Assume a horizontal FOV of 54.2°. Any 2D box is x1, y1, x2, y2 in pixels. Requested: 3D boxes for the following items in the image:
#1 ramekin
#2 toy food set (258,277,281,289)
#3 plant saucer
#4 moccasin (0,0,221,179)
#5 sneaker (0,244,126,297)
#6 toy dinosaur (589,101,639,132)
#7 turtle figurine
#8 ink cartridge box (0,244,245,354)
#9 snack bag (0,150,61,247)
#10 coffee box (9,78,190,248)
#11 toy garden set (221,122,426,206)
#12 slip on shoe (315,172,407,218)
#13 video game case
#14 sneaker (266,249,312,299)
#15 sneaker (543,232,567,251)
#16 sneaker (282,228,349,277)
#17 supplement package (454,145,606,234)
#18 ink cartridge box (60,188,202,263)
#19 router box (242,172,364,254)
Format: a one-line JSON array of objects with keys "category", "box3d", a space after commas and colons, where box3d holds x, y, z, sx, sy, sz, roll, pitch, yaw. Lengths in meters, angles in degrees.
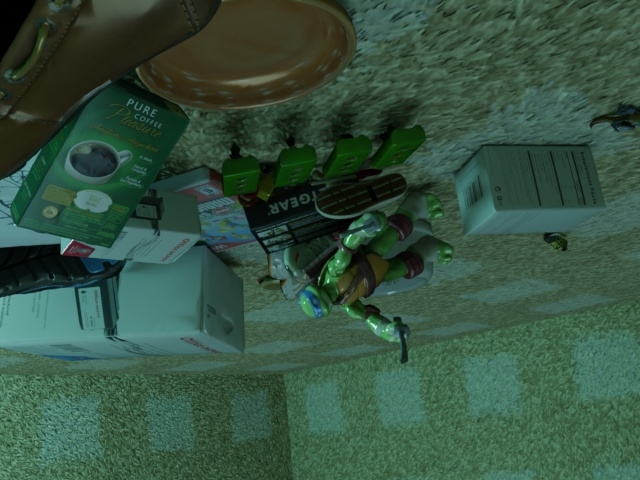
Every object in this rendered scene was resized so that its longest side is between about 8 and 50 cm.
[{"category": "ramekin", "box3d": [0.125, 0.040, 1.232, 0.207, 0.109, 0.207, -6, 163, -2]}, {"category": "toy food set", "box3d": [-0.104, 0.099, 1.484, 0.082, 0.020, 0.083, -8, 163, 7]}, {"category": "plant saucer", "box3d": [-0.067, -0.178, 0.569, 0.200, 0.037, 0.200, -10, 168, -2]}, {"category": "moccasin", "box3d": [-0.250, -0.141, 0.474, 0.380, 0.139, 0.147, -17, 158, 31]}, {"category": "sneaker", "box3d": [-0.483, 0.042, 0.998, 0.340, 0.125, 0.139, 0, 166, -12]}, {"category": "toy dinosaur", "box3d": [0.425, -0.168, 0.832, 0.082, 0.047, 0.090, -7, -162, -28]}, {"category": "turtle figurine", "box3d": [0.116, 0.046, 0.952, 0.266, 0.198, 0.274, -36, 178, -30]}, {"category": "ink cartridge box", "box3d": [-0.369, 0.134, 1.220, 0.394, 0.166, 0.285, -4, 163, 7]}, {"category": "snack bag", "box3d": [-0.386, -0.060, 0.794, 0.323, 0.037, 0.342, -5, 156, -10]}, {"category": "coffee box", "box3d": [-0.233, -0.082, 0.663, 0.113, 0.040, 0.184, 18, 115, -45]}, {"category": "toy garden set", "box3d": [-0.011, -0.104, 0.823, 0.244, 0.049, 0.204, -12, 173, -10]}, {"category": "slip on shoe", "box3d": [0.056, -0.061, 0.885, 0.135, 0.051, 0.041, -20, 170, -13]}, {"category": "video game case", "box3d": [-0.186, -0.038, 1.015, 0.204, 0.025, 0.285, -14, 161, 23]}, {"category": "sneaker", "box3d": [-0.025, 0.053, 1.233, 0.121, 0.099, 0.262, -7, 164, 7]}, {"category": "sneaker", "box3d": [0.524, 0.005, 1.382, 0.083, 0.035, 0.031, 8, 157, -38]}, {"category": "sneaker", "box3d": [0.000, 0.000, 1.060, 0.075, 0.057, 0.161, -33, -175, 46]}, {"category": "supplement package", "box3d": [0.311, -0.074, 0.940, 0.179, 0.105, 0.105, -1, 161, -14]}, {"category": "ink cartridge box", "box3d": [-0.247, -0.020, 0.816, 0.150, 0.063, 0.109, 7, 154, -36]}, {"category": "router box", "box3d": [-0.018, -0.041, 0.979, 0.179, 0.046, 0.133, -18, 162, 1]}]
